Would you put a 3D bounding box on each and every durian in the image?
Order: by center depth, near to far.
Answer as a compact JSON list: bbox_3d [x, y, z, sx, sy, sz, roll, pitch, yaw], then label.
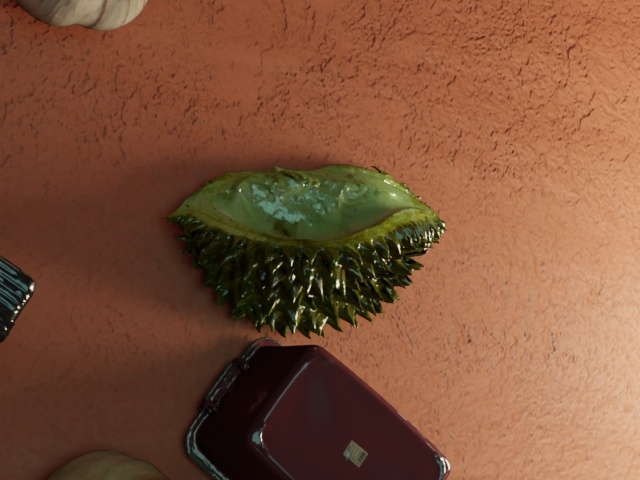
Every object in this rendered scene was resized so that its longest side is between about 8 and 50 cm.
[{"bbox_3d":[-0.003,0.008,2.040,0.394,0.163,0.198,-11,49,-31],"label":"durian"}]

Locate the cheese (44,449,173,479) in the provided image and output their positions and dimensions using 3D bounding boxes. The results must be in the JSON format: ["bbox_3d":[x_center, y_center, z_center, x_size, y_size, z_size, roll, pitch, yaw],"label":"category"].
[{"bbox_3d":[-0.215,0.378,1.848,0.174,0.251,0.247,-24,130,-39],"label":"cheese"}]

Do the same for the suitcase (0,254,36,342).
[{"bbox_3d":[-0.489,0.015,1.711,0.335,0.229,0.152,36,70,-17],"label":"suitcase"}]

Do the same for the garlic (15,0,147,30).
[{"bbox_3d":[-0.258,-0.376,1.872,0.245,0.253,0.245,6,80,-34],"label":"garlic"}]

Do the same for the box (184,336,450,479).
[{"bbox_3d":[0.005,0.259,1.953,0.294,0.167,0.193,42,66,-15],"label":"box"}]
